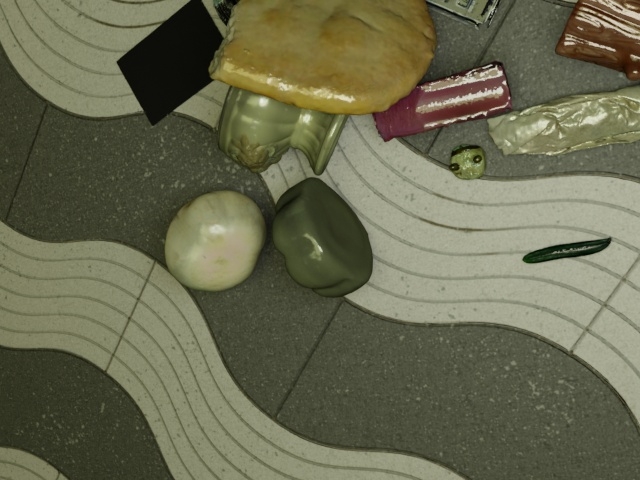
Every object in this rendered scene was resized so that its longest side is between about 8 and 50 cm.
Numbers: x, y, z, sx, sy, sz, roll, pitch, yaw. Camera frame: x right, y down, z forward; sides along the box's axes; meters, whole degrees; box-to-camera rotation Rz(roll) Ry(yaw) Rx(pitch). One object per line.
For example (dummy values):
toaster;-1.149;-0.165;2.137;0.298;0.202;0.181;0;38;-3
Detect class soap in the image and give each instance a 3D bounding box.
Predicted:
soap;0.248;-0.289;1.423;0.289;0.182;0.112;-11;97;17

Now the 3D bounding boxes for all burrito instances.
burrito;0.540;-0.240;1.370;0.393;0.076;0.117;-9;97;22

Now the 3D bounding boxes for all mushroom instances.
mushroom;-0.265;-0.008;1.677;0.260;0.234;0.253;-24;126;-13

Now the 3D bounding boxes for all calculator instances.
calculator;0.265;-0.572;1.446;0.274;0.028;0.165;28;108;14

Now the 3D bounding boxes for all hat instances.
hat;0.321;-0.168;1.481;0.077;0.059;0.076;3;105;16

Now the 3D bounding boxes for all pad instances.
pad;-0.371;-0.453;1.730;0.300;0.005;0.202;-31;88;23

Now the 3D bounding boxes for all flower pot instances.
flower pot;-0.067;-0.280;1.497;0.244;0.307;0.307;23;107;2

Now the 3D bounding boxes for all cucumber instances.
cucumber;0.522;0.023;1.446;0.184;0.036;0.032;-11;88;24

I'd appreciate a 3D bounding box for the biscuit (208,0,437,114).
biscuit;0.013;-0.432;1.357;0.447;0.429;0.104;21;150;4

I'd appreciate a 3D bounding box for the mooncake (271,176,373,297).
mooncake;0.000;0.000;1.529;0.135;0.275;0.274;-28;89;26

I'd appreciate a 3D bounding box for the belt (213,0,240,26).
belt;-0.163;-0.558;1.591;0.198;0.078;0.151;47;114;10

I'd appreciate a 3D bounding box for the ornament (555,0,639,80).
ornament;0.578;-0.389;1.236;0.218;0.235;0.221;30;70;19
